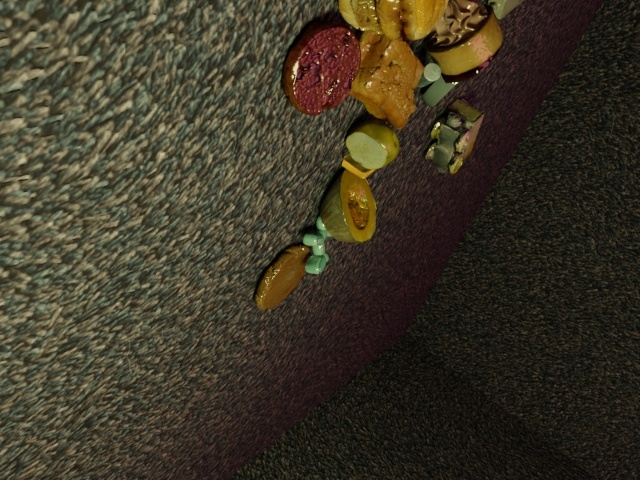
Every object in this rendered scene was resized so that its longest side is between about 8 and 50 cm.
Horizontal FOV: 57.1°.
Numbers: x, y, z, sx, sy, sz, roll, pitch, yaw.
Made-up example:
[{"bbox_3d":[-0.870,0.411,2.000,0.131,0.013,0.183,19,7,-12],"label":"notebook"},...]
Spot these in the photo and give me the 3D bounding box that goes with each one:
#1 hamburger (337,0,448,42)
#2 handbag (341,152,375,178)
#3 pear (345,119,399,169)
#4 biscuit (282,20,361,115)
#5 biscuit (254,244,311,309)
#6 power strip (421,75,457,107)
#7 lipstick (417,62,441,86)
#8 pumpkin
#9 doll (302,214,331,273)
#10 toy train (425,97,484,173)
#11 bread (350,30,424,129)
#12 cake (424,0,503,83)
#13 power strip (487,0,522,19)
[{"bbox_3d":[0.153,-0.513,1.134,0.244,0.163,0.244,-43,149,-33],"label":"hamburger"},{"bbox_3d":[0.105,-0.206,1.605,0.061,0.083,0.027,-39,155,-40],"label":"handbag"},{"bbox_3d":[0.142,-0.261,1.542,0.104,0.141,0.141,-58,165,-34],"label":"pear"},{"bbox_3d":[0.003,-0.346,1.185,0.192,0.049,0.192,-26,134,-30],"label":"biscuit"},{"bbox_3d":[-0.109,0.103,1.692,0.226,0.042,0.226,-44,158,-24],"label":"biscuit"},{"bbox_3d":[0.370,-0.461,1.694,0.167,0.054,0.253,-46,-178,-4],"label":"power strip"},{"bbox_3d":[0.283,-0.441,1.573,0.048,0.048,0.158,-56,-174,7],"label":"lipstick"},{"bbox_3d":[0.070,-0.088,1.660,0.110,0.217,0.217,-17,176,28],"label":"pumpkin"},{"bbox_3d":[0.000,0.000,1.690,0.158,0.059,0.159,-42,132,-61],"label":"doll"},{"bbox_3d":[0.472,-0.358,2.070,0.177,0.134,0.261,-43,157,-26],"label":"toy train"},{"bbox_3d":[0.164,-0.394,1.414,0.185,0.109,0.380,-64,160,6],"label":"bread"},{"bbox_3d":[0.348,-0.533,1.504,0.178,0.185,0.208,37,92,-33],"label":"cake"},{"bbox_3d":[0.622,-0.793,1.811,0.385,0.062,0.091,-42,157,-29],"label":"power strip"}]
